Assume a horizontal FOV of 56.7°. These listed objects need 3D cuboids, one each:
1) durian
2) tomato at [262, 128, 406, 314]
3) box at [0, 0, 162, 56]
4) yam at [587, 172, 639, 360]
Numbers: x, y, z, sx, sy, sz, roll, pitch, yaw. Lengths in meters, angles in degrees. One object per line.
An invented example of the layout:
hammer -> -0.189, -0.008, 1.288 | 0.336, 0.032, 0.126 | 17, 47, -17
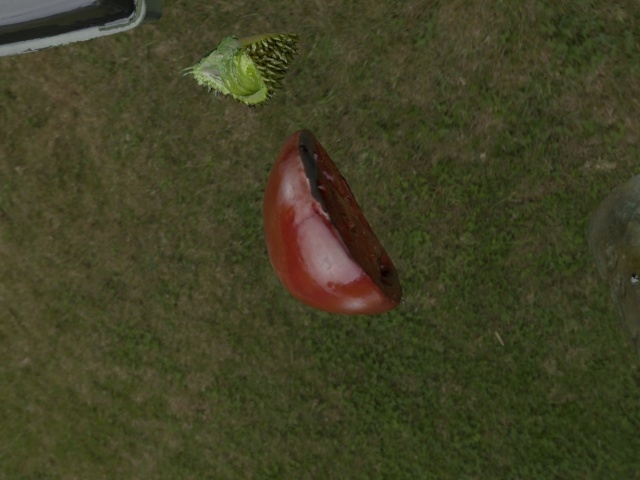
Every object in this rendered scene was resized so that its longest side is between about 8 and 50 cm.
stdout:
durian -> -0.153, -0.377, 1.231 | 0.169, 0.352, 0.158 | 27, 83, -28
tomato -> -0.004, -0.005, 0.492 | 0.082, 0.174, 0.166 | -30, 95, 12
box -> -0.390, -0.396, 0.859 | 0.291, 0.166, 0.220 | -5, 102, 16
yam -> 0.261, 0.046, 0.399 | 0.107, 0.194, 0.107 | 0, 135, 0
